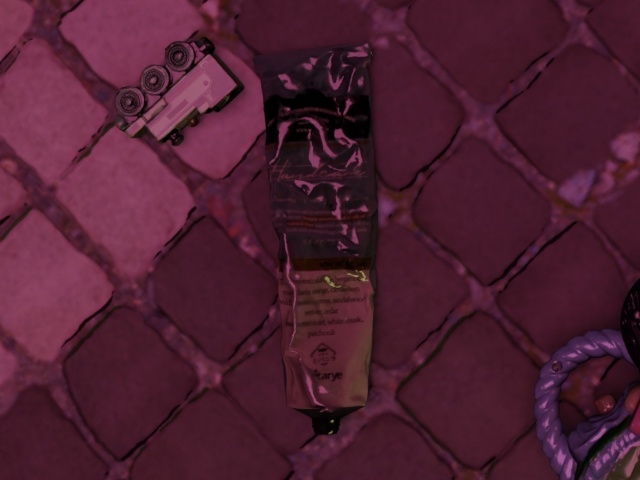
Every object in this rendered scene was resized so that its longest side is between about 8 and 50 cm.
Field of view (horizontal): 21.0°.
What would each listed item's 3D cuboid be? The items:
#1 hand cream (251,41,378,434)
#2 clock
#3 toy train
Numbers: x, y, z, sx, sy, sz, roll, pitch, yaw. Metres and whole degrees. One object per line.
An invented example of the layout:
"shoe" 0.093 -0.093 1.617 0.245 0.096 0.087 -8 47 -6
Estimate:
"hand cream" -0.001 0.000 1.107 0.075 0.052 0.248 -2 85 -13
"clock" 0.232 0.110 1.040 0.194 0.100 0.195 -28 79 9
"toy train" -0.094 -0.093 1.121 0.083 0.033 0.053 -42 88 9
